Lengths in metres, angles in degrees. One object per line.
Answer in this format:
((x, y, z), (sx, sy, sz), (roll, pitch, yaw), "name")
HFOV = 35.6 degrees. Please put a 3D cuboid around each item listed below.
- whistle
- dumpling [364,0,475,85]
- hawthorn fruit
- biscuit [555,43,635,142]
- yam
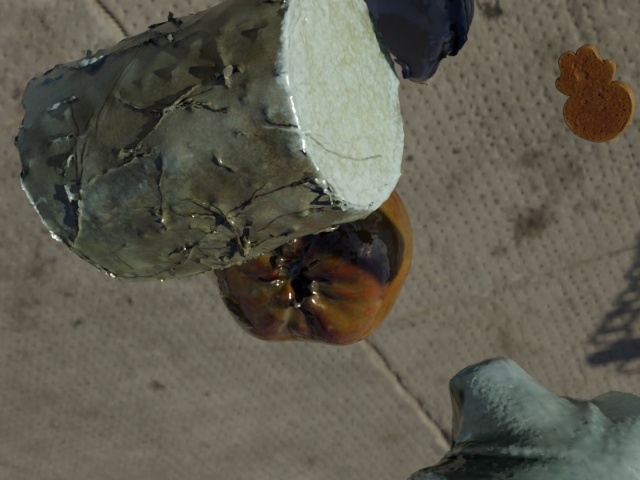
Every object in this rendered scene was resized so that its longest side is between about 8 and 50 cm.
((0.182, 0.285, 0.680), (0.168, 0.188, 0.404), (-16, 100, -21), "whistle")
((0.138, -0.350, 1.310), (0.163, 0.204, 0.293), (10, 129, 38), "dumpling")
((0.000, 0.000, 1.369), (0.268, 0.301, 0.267), (7, 118, 13), "hawthorn fruit")
((0.473, -0.253, 1.723), (0.124, 0.026, 0.175), (-17, 107, 27), "biscuit")
((-0.101, -0.097, 0.913), (0.348, 0.241, 0.241), (-13, 136, 38), "yam")
